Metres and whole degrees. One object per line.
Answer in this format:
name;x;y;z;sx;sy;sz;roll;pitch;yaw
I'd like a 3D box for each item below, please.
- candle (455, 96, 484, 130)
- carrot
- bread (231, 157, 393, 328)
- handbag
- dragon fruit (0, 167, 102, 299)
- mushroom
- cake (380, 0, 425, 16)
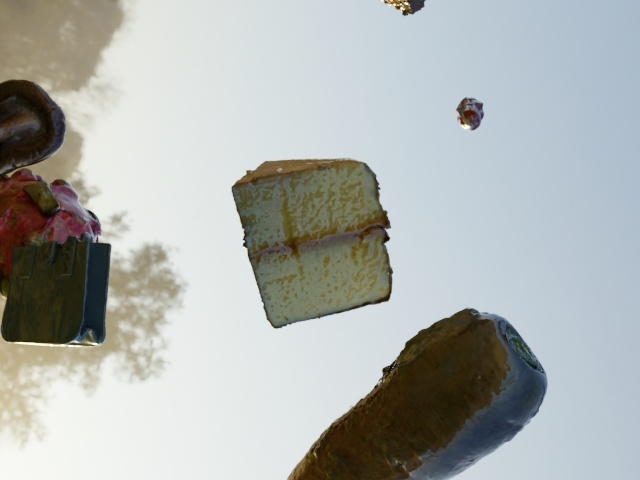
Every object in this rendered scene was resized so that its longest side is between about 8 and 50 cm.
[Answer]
candle;0.252;-0.217;1.795;0.162;0.053;0.048;-71;144;-72
carrot;0.092;0.194;1.067;0.302;0.139;0.138;-48;-151;24
bread;0.000;0.000;1.513;0.178;0.240;0.135;-3;-159;29
handbag;-0.413;0.077;1.650;0.229;0.062;0.179;-2;-98;45
dragon fruit;-0.512;0.016;1.895;0.237;0.231;0.302;-30;-109;11
mushroom;-0.527;-0.153;1.602;0.227;0.148;0.217;-23;-172;25
cake;0.159;-0.503;1.887;0.147;0.134;0.135;-40;-127;-20
